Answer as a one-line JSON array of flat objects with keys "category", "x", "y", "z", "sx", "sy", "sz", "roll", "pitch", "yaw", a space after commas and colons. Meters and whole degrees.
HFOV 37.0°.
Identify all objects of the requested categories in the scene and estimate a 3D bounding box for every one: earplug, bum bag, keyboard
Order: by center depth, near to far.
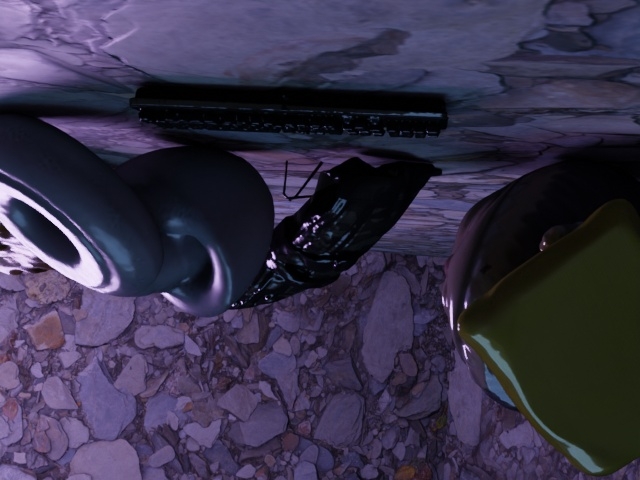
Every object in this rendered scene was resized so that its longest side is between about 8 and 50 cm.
[{"category": "keyboard", "x": -0.021, "y": -0.093, "z": 0.708, "sx": 0.230, "sy": 0.025, "sz": 0.093, "roll": 3, "pitch": 180, "yaw": 8}, {"category": "earplug", "x": -0.188, "y": -0.032, "z": 0.939, "sx": 0.325, "sy": 0.175, "sz": 0.214, "roll": 19, "pitch": 172, "yaw": -41}, {"category": "bum bag", "x": 0.000, "y": 0.000, "z": 1.071, "sx": 0.144, "sy": 0.095, "sz": 0.340, "roll": -10, "pitch": 160, "yaw": -37}]

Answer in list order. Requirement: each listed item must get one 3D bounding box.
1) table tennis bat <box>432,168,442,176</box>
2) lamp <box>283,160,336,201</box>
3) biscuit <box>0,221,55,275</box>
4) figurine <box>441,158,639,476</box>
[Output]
[{"category": "table tennis bat", "x": 0.099, "y": -0.076, "z": 1.076, "sx": 0.050, "sy": 0.007, "sz": 0.083, "roll": 6, "pitch": 175, "yaw": -40}, {"category": "lamp", "x": -0.009, "y": -0.059, "z": 1.104, "sx": 0.041, "sy": 0.054, "sz": 0.121, "roll": 23, "pitch": 177, "yaw": 20}, {"category": "biscuit", "x": -0.415, "y": -0.029, "z": 1.219, "sx": 0.325, "sy": 0.107, "sz": 0.326, "roll": -4, "pitch": 164, "yaw": -1}, {"category": "figurine", "x": 0.287, "y": -0.008, "z": 0.951, "sx": 0.361, "sy": 0.266, "sz": 0.378, "roll": -22, "pitch": -152, "yaw": 7}]
